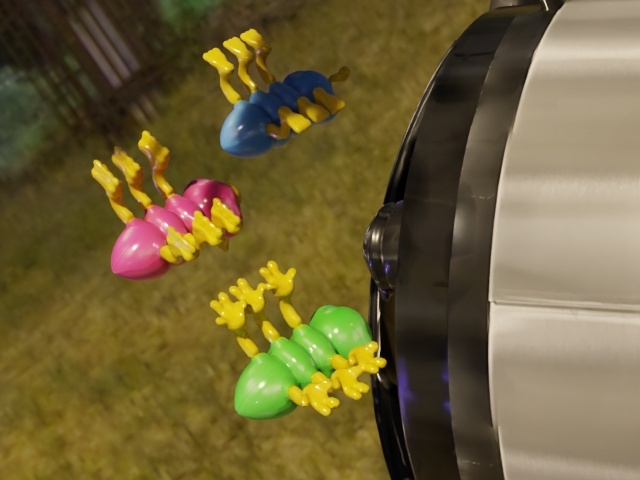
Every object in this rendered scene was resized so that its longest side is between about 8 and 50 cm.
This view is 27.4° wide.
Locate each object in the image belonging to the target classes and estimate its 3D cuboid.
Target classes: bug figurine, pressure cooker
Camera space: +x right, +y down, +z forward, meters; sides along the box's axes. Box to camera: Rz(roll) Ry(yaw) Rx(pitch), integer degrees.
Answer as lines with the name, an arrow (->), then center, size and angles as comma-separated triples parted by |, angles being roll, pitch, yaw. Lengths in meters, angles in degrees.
bug figurine -> 0.000, 0.000, 0.751 | 0.216, 0.279, 0.072 | -29, -31, -30
pressure cooker -> 0.224, 0.024, 0.762 | 0.420, 0.376, 0.370 | 2, 38, 27
